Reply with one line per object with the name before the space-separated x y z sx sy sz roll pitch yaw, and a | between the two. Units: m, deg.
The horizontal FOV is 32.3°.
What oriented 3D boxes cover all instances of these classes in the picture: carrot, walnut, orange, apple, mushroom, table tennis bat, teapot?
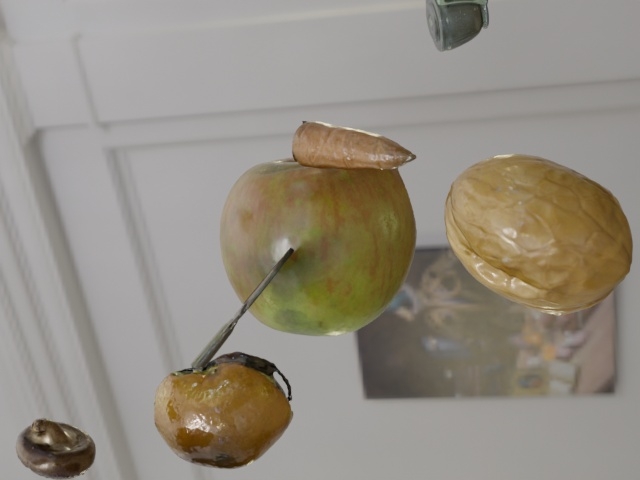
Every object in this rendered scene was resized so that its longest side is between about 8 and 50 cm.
carrot | 0.055 -0.128 1.596 0.072 0.205 0.072 -18 -66 -48
walnut | 0.225 -0.010 1.154 0.159 0.206 0.159 -52 -19 -27
orange | -0.112 0.207 1.274 0.112 0.160 0.170 -101 33 -52
apple | 0.000 0.000 1.886 0.339 0.339 0.339 -3 -90 -79
mushroom | -0.413 0.326 1.718 0.109 0.126 0.085 32 -92 -48
table tennis bat | -0.116 0.103 1.667 0.234 0.022 0.131 -51 2 1
teapot | 0.244 -0.416 1.960 0.111 0.108 0.149 -111 8 -55
